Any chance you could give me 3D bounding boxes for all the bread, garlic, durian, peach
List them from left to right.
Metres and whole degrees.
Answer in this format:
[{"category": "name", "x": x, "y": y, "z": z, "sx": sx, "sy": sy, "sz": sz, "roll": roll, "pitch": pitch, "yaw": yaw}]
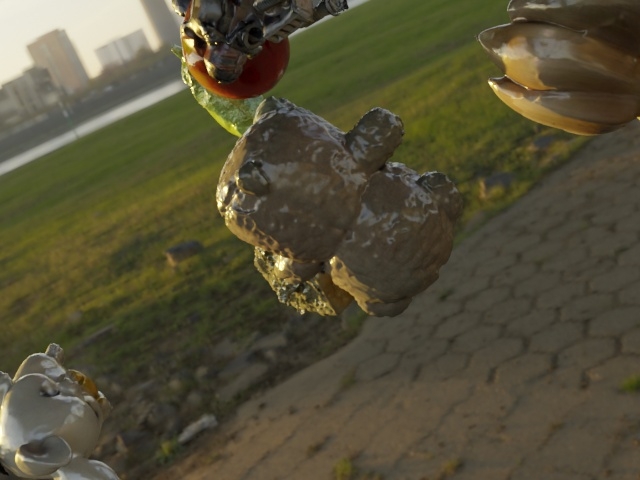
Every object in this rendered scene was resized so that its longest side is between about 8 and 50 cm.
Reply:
[{"category": "durian", "x": -0.180, "y": -0.282, "z": 1.790, "sx": 0.101, "sy": 0.250, "sz": 0.139, "roll": -41, "pitch": -13, "yaw": 4}, {"category": "peach", "x": -0.140, "y": -0.338, "z": 1.637, "sx": 0.197, "sy": 0.197, "sz": 0.197, "roll": -24, "pitch": 13, "yaw": 6}, {"category": "bread", "x": 0.000, "y": 0.000, "z": 1.539, "sx": 0.246, "sy": 0.176, "sz": 0.195, "roll": -49, "pitch": 25, "yaw": -19}, {"category": "garlic", "x": 0.414, "y": -0.299, "z": 1.443, "sx": 0.325, "sy": 0.279, "sz": 0.132, "roll": 21, "pitch": 21, "yaw": -3}]

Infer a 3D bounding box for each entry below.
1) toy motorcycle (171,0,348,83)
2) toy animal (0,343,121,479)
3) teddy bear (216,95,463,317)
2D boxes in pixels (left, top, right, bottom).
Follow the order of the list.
[{"category": "toy motorcycle", "x": -0.079, "y": -0.350, "z": 1.357, "sx": 0.401, "sy": 0.207, "sz": 0.134, "roll": -9, "pitch": -15, "yaw": 38}, {"category": "toy animal", "x": -0.383, "y": 0.271, "z": 1.348, "sx": 0.154, "sy": 0.208, "sz": 0.325, "roll": -41, "pitch": 39, "yaw": -1}, {"category": "teddy bear", "x": 0.020, "y": -0.039, "z": 1.033, "sx": 0.151, "sy": 0.267, "sz": 0.236, "roll": -96, "pitch": 30, "yaw": -61}]
